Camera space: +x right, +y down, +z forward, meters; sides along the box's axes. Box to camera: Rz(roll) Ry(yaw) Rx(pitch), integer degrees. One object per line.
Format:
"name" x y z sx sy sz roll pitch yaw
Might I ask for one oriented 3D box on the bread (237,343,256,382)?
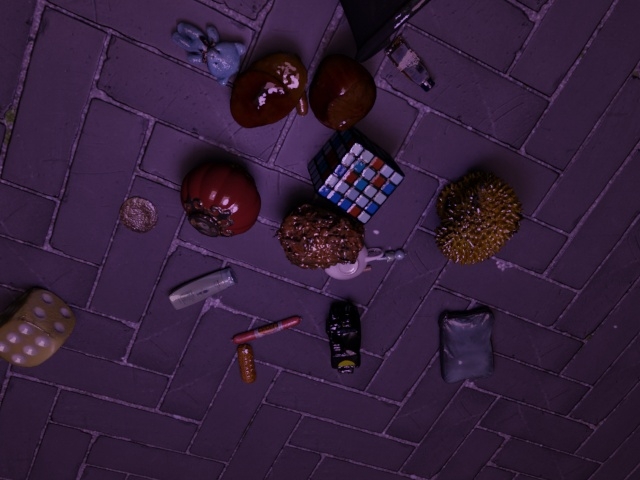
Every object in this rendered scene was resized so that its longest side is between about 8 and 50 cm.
"bread" -0.249 0.418 1.906 0.052 0.044 0.157 -8 119 -6

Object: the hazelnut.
"hazelnut" 0.053 -0.383 1.439 0.177 0.178 0.204 -21 160 4

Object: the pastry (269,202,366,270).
"pastry" 0.000 0.000 1.585 0.274 0.275 0.193 15 97 -15

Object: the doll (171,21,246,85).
"doll" -0.282 -0.476 1.406 0.179 0.075 0.120 28 108 -20

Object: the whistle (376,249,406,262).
"whistle" 0.223 0.051 1.774 0.100 0.035 0.035 -10 119 0

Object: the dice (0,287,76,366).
"dice" -0.856 0.260 1.675 0.169 0.169 0.166 -36 116 12

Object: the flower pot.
"flower pot" 0.163 -0.619 1.274 0.379 0.379 0.251 -36 100 12

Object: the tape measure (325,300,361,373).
"tape measure" 0.072 0.299 1.805 0.112 0.186 0.199 1 122 -2

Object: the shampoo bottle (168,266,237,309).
"shampoo bottle" -0.364 0.148 1.745 0.212 0.049 0.072 -23 114 5

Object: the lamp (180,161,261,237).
"lamp" -0.269 -0.116 1.534 0.226 0.227 0.227 -3 118 -5

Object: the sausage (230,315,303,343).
"sausage" -0.177 0.296 1.857 0.253 0.034 0.034 -19 119 2

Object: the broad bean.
"broad bean" -0.135 -0.382 1.441 0.228 0.122 0.156 -31 103 22

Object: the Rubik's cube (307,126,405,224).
"Rubik's cube" 0.095 -0.186 1.546 0.184 0.187 0.182 33 109 -24

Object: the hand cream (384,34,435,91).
"hand cream" 0.243 -0.466 1.503 0.062 0.039 0.163 -41 109 17

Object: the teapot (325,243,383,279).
"teapot" 0.086 0.056 1.732 0.226 0.092 0.145 -5 119 -8

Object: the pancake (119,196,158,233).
"pancake" -0.524 -0.072 1.628 0.114 0.011 0.115 -3 118 -5

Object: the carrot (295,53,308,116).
"carrot" -0.056 -0.410 1.494 0.035 0.036 0.165 -9 116 -2

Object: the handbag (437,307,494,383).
"handbag" 0.510 0.369 1.963 0.191 0.075 0.332 -9 122 2

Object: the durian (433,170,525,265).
"durian" 0.446 -0.053 1.631 0.258 0.258 0.293 32 114 -21

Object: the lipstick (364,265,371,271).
"lipstick" 0.115 0.097 1.794 0.094 0.019 0.019 -12 119 -1
